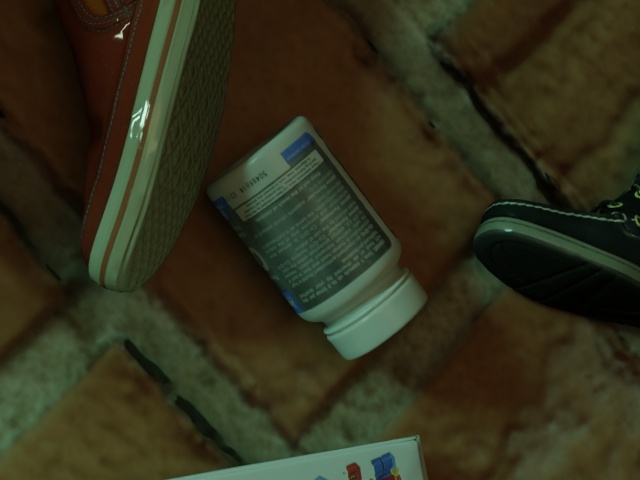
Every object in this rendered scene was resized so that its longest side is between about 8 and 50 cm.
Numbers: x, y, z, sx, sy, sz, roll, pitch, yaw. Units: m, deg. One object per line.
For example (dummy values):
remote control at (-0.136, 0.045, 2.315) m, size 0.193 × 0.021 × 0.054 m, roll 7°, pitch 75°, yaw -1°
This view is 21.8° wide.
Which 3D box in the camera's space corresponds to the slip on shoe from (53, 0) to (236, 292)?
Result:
slip on shoe at (-0.110, -0.133, 0.979) m, size 0.101 × 0.123 × 0.331 m, roll 4°, pitch 82°, yaw 9°

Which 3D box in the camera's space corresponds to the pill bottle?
pill bottle at (0.000, 0.000, 1.010) m, size 0.078 × 0.078 × 0.137 m, roll -40°, pitch 97°, yaw -25°

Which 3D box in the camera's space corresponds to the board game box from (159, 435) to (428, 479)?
board game box at (-0.067, 0.231, 0.948) m, size 0.305 × 0.053 × 0.193 m, roll -6°, pitch 82°, yaw -25°

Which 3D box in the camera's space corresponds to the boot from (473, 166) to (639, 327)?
boot at (0.216, -0.037, 1.119) m, size 0.236 × 0.085 × 0.179 m, roll 16°, pitch 69°, yaw -20°
